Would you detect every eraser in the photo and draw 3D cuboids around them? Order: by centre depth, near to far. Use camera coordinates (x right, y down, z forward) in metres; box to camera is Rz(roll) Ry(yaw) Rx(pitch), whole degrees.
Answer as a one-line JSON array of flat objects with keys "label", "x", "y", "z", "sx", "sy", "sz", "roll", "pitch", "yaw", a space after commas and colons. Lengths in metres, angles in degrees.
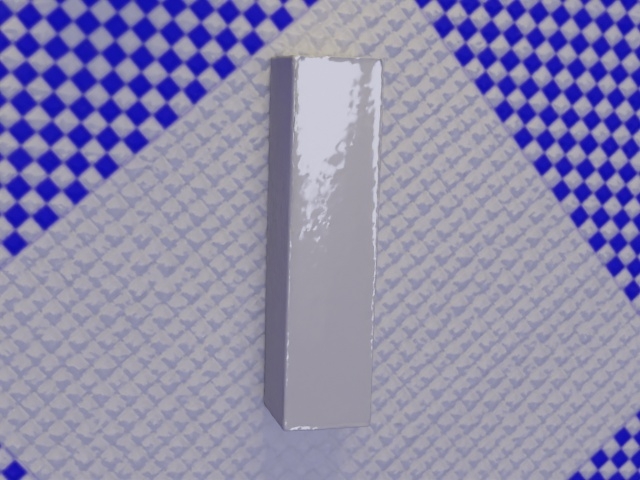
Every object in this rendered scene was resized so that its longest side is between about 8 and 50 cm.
[{"label": "eraser", "x": 0.000, "y": 0.000, "z": 0.844, "sx": 0.076, "sy": 0.078, "sz": 0.298, "roll": -1, "pitch": 98, "yaw": -16}]
